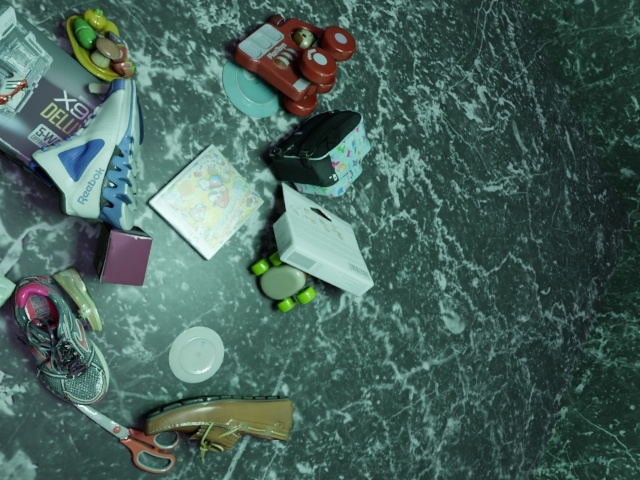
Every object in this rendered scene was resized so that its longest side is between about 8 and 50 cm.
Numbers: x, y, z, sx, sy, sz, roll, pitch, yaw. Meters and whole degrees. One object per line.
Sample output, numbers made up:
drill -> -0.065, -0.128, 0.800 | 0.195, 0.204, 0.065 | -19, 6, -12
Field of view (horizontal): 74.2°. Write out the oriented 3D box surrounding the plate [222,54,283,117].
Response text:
plate -> -0.180, -0.439, 1.179 | 0.188, 0.024, 0.188 | 1, 88, -33

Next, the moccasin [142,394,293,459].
moccasin -> -0.239, 0.459, 1.041 | 0.380, 0.139, 0.147 | 18, 62, -40

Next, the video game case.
video game case -> -0.287, -0.099, 1.095 | 0.206, 0.026, 0.227 | 49, 64, -22

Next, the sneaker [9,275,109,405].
sneaker -> -0.542, 0.217, 0.868 | 0.120, 0.112, 0.299 | -33, 106, -29

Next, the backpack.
backpack -> 0.016, -0.251, 1.184 | 0.254, 0.225, 0.191 | -55, 137, -27

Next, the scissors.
scissors -> -0.456, 0.450, 0.966 | 0.297, 0.021, 0.109 | 33, 73, -29

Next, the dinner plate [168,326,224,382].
dinner plate -> -0.310, 0.290, 1.070 | 0.141, 0.017, 0.141 | 3, 85, -34

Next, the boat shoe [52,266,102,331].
boat shoe -> -0.522, 0.134, 0.917 | 0.048, 0.056, 0.153 | -26, 99, -30

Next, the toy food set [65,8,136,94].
toy food set -> -0.464, -0.422, 0.925 | 0.128, 0.071, 0.218 | -8, 70, -55

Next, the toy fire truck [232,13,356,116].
toy fire truck -> -0.065, -0.518, 1.176 | 0.253, 0.169, 0.302 | 36, 56, -6

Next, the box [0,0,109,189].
box -> -0.605, -0.294, 0.869 | 0.307, 0.076, 0.243 | 42, 67, -24

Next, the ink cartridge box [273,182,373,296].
ink cartridge box -> 0.000, 0.000, 1.191 | 0.296, 0.066, 0.261 | 29, 29, -34

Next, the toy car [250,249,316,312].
toy car -> -0.071, 0.078, 1.188 | 0.155, 0.149, 0.188 | 57, 36, -9

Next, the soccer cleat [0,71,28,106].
soccer cleat -> -0.602, -0.289, 0.809 | 0.035, 0.029, 0.083 | 40, 64, -15

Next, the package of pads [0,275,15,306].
package of pads -> -0.745, 0.100, 0.719 | 0.296, 0.101, 0.229 | 39, 86, -24

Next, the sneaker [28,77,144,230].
sneaker -> -0.454, -0.178, 0.827 | 0.182, 0.127, 0.316 | 3, 72, -15

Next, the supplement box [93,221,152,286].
supplement box -> -0.422, 0.023, 0.897 | 0.080, 0.188, 0.104 | 12, 92, -33
